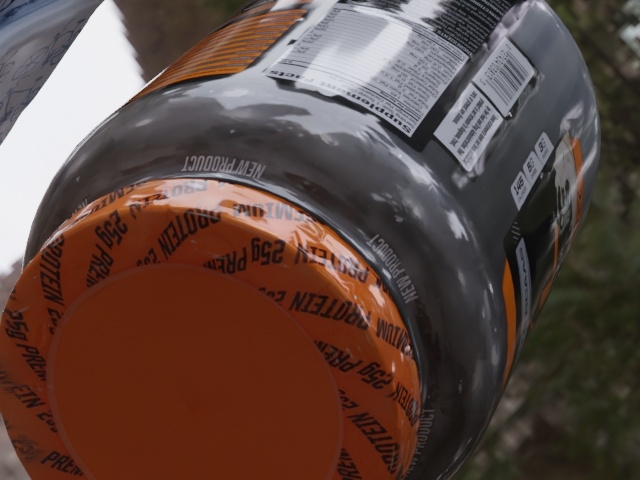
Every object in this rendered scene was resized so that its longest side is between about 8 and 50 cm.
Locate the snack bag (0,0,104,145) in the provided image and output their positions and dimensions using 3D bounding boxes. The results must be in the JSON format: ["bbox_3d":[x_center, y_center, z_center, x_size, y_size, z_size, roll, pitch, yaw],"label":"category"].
[{"bbox_3d":[-0.181,-0.123,1.143,0.037,0.323,0.342,36,-67,-2],"label":"snack bag"}]

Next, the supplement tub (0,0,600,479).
[{"bbox_3d":[0.000,0.000,0.492,0.117,0.190,0.117,7,-65,16],"label":"supplement tub"}]
